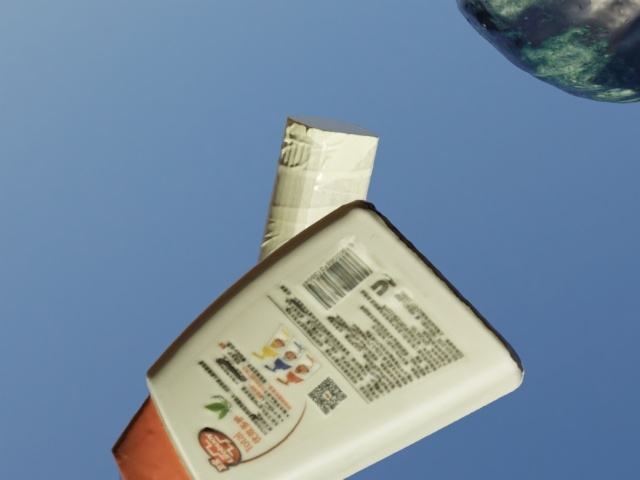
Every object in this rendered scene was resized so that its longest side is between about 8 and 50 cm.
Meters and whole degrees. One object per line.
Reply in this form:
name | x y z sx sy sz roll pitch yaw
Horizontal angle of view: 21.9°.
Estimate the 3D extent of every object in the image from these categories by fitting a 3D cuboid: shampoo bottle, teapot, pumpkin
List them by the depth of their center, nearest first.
shampoo bottle | -0.038 0.110 0.952 0.284 0.153 0.071 -39 162 -10
pumpkin | 0.220 -0.254 1.346 0.238 0.315 0.315 -29 -158 41
teapot | 0.000 0.000 1.436 0.077 0.200 0.107 3 -164 -33
